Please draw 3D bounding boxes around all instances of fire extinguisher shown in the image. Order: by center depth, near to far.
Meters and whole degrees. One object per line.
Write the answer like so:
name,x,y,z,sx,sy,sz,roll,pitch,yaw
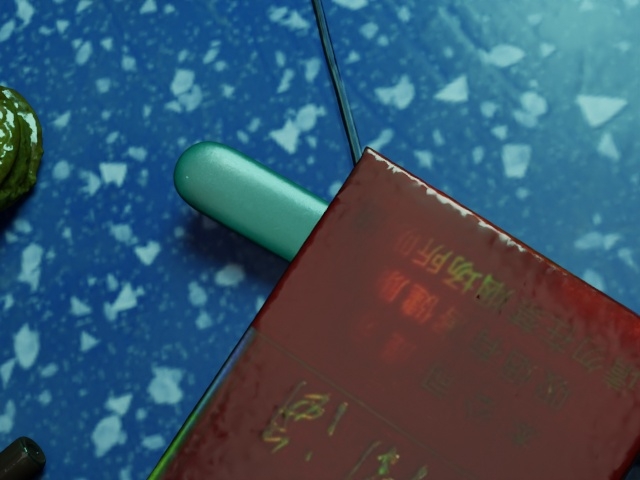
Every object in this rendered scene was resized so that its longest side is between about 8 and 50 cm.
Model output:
fire extinguisher,-0.203,0.166,0.723,0.100,0.032,0.046,-41,104,4

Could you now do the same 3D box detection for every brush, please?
brush,0.000,0.000,0.702,0.193,0.032,0.043,29,84,8

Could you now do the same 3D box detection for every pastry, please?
pastry,-0.230,-0.058,0.764,0.097,0.057,0.109,-12,75,12

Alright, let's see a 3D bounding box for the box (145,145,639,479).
box,0.023,0.137,0.617,0.197,0.089,0.313,33,89,12
